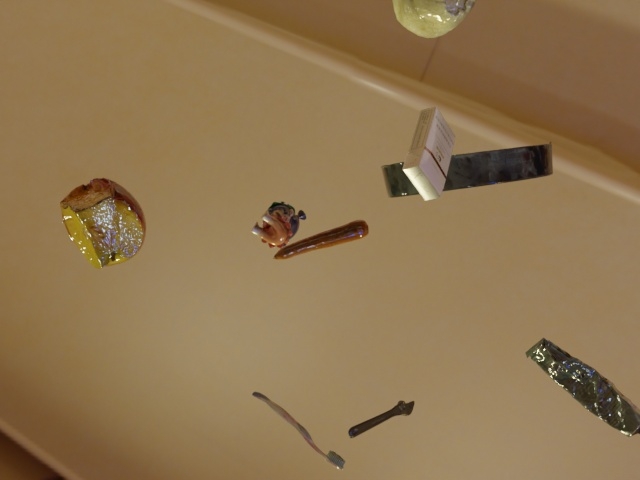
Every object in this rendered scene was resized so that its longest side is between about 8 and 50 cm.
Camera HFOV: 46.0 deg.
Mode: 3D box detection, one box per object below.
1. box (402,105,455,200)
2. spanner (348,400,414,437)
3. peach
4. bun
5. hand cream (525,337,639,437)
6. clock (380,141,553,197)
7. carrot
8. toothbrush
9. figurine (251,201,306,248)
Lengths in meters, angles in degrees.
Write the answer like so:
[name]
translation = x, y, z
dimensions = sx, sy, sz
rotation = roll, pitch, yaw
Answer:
[box]
translation = 0.196, -0.156, 1.343
dimensions = 0.040, 0.154, 0.084
rotation = -9, 135, 35
[spanner]
translation = 0.145, 0.415, 1.760
dimensions = 0.209, 0.046, 0.012
rotation = -16, -161, -37
[peach]
translation = -0.351, -0.028, 1.235
dimensions = 0.151, 0.151, 0.118
rotation = 21, -158, -5
[bun]
translation = 0.218, -0.509, 1.447
dimensions = 0.134, 0.220, 0.220
rotation = 19, -166, -26
[hand cream]
translation = 0.492, 0.275, 1.390
dimensions = 0.248, 0.075, 0.052
rotation = 37, -143, 12
[clock]
translation = 0.329, -0.156, 1.701
dimensions = 0.386, 0.076, 0.386
rotation = -8, -176, 1
[carrot]
translation = 0.000, 0.000, 1.424
dimensions = 0.190, 0.037, 0.037
rotation = -16, -159, -4
[toothbrush]
translation = -0.051, 0.415, 1.669
dimensions = 0.269, 0.027, 0.021
rotation = 34, -172, 24
[figurine]
translation = -0.108, -0.032, 1.899
dimensions = 0.102, 0.111, 0.195
rotation = 43, -163, -6
